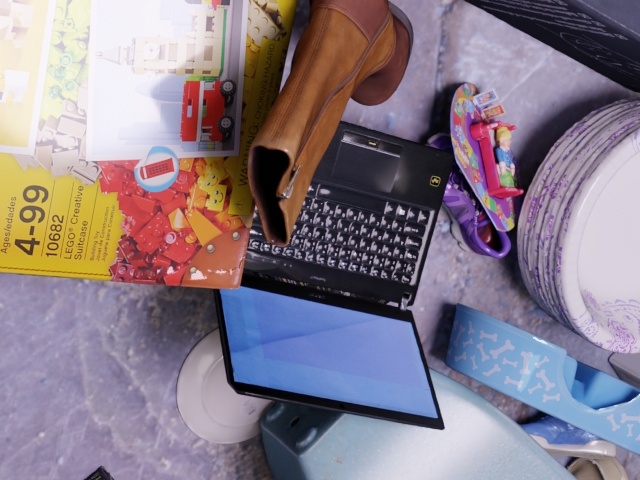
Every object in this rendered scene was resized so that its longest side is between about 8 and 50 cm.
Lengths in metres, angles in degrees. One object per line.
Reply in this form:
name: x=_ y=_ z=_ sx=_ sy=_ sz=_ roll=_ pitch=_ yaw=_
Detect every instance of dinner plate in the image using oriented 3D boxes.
dinner plate: x=-0.088 y=0.156 z=1.444 sx=0.141 sy=0.017 sz=0.141 roll=-9 pitch=111 yaw=-25

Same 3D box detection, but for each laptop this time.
laptop: x=0.027 y=0.022 z=1.292 sx=0.234 sy=0.136 sz=0.264 roll=14 pitch=94 yaw=-26

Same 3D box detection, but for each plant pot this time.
plant pot: x=0.078 y=0.244 z=1.439 sx=0.247 sy=0.248 sz=0.252 roll=-45 pitch=109 yaw=-9

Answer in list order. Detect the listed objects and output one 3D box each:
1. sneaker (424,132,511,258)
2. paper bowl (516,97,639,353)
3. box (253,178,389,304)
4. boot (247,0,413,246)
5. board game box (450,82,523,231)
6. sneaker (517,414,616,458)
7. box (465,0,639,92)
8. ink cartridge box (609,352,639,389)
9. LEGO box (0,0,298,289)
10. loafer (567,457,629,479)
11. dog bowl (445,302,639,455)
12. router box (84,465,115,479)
sneaker: x=0.167 y=-0.049 z=1.484 sx=0.068 sy=0.071 sz=0.170 roll=-43 pitch=120 yaw=-10
paper bowl: x=0.349 y=-0.025 z=1.535 sx=0.284 sy=0.148 sz=0.284 roll=-12 pitch=117 yaw=-25
box: x=0.000 y=0.000 z=1.404 sx=0.147 sy=0.077 sz=0.180 roll=-33 pitch=117 yaw=-16
boot: x=0.013 y=-0.117 z=1.204 sx=0.096 sy=0.264 sz=0.280 roll=14 pitch=64 yaw=5
board game box: x=0.196 y=-0.094 z=1.460 sx=0.169 sy=0.033 sz=0.133 roll=55 pitch=35 yaw=-29
sneaker: x=0.290 y=0.219 z=1.646 sx=0.152 sy=0.058 sz=0.085 roll=6 pitch=72 yaw=-5
box: x=0.324 y=-0.290 z=1.362 sx=0.395 sy=0.293 sz=0.212 roll=22 pitch=95 yaw=-32
ink cartridge box: x=0.488 y=0.182 z=1.719 sx=0.153 sy=0.087 sz=0.208 roll=-44 pitch=121 yaw=-9
LEGO box: x=-0.221 y=-0.232 z=1.146 sx=0.372 sy=0.193 sz=0.500 roll=5 pitch=103 yaw=-30
loafer: x=0.299 y=0.387 z=1.673 sx=0.092 sy=0.102 sz=0.269 roll=19 pitch=96 yaw=-37
dog bowl: x=0.272 y=0.164 z=1.529 sx=0.297 sy=0.166 sz=0.074 roll=25 pitch=88 yaw=-19
router box: x=-0.245 y=0.310 z=1.393 sx=0.122 sy=0.038 sz=0.092 roll=-39 pitch=119 yaw=-12
